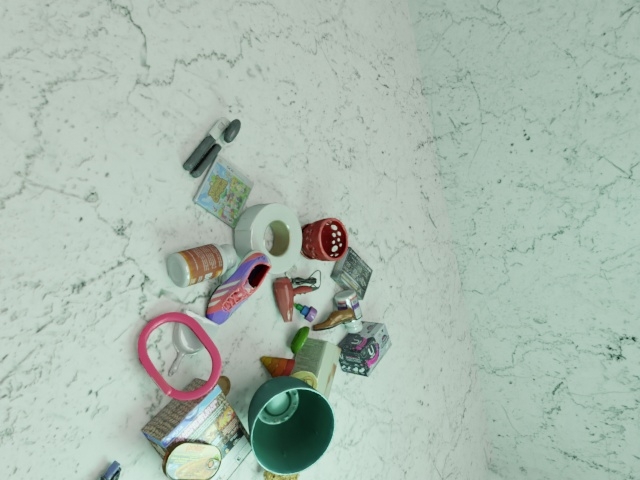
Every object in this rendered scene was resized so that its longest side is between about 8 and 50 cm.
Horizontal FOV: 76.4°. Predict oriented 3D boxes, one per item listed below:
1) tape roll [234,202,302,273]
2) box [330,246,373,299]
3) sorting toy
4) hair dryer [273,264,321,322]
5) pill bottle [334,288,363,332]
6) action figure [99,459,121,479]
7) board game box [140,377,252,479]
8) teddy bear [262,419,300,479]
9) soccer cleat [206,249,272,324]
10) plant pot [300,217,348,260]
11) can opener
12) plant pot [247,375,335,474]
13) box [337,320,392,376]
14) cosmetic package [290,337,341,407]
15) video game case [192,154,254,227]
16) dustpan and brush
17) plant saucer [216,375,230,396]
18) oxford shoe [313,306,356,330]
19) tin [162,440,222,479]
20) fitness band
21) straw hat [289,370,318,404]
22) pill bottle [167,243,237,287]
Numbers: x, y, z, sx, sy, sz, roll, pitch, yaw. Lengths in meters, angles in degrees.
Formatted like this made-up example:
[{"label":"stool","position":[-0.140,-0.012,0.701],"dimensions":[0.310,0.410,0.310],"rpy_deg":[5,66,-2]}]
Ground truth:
[{"label":"tape roll","position":[-0.204,-0.009,1.631],"dimensions":[0.286,0.100,0.286],"rpy_deg":[-2,92,-50]},{"label":"box","position":[0.162,0.168,2.056],"dimensions":[0.231,0.056,0.183],"rpy_deg":[44,57,-35]},{"label":"sorting toy","position":[-0.137,0.411,1.699],"dimensions":[0.126,0.127,0.365],"rpy_deg":[32,56,-7]},{"label":"hair dryer","position":[-0.098,0.212,1.732],"dimensions":[0.224,0.080,0.293],"rpy_deg":[38,61,-24]},{"label":"pill bottle","position":[0.144,0.345,1.979],"dimensions":[0.108,0.108,0.193],"rpy_deg":[-29,107,-45]},{"label":"action figure","position":[-0.592,0.805,1.093],"dimensions":[0.330,0.179,0.341],"rpy_deg":[55,52,-41]},{"label":"board game box","position":[-0.393,0.652,1.341],"dimensions":[0.232,0.141,0.291],"rpy_deg":[-41,115,-42]},{"label":"teddy bear","position":[-0.137,0.885,1.618],"dimensions":[0.245,0.113,0.338],"rpy_deg":[27,67,-45]},{"label":"soccer cleat","position":[-0.292,0.178,1.450],"dimensions":[0.108,0.116,0.318],"rpy_deg":[40,85,-32]},{"label":"plant pot","position":[0.000,0.000,1.811],"dimensions":[0.191,0.174,0.191],"rpy_deg":[6,82,-47]},{"label":"can opener","position":[-0.388,-0.351,1.488],"dimensions":[0.076,0.095,0.283],"rpy_deg":[48,54,-32]},{"label":"plant pot","position":[-0.124,0.620,1.445],"dimensions":[0.293,0.235,0.293],"rpy_deg":[-2,94,-20]},{"label":"box","position":[0.214,0.522,1.994],"dimensions":[0.247,0.163,0.142],"rpy_deg":[-38,115,-43]},{"label":"cosmetic package","position":[-0.035,0.576,1.725],"dimensions":[0.129,0.153,0.296],"rpy_deg":[43,58,-45]},{"label":"video game case","position":[-0.363,-0.186,1.550],"dimensions":[0.193,0.023,0.212],"rpy_deg":[39,59,-38]},{"label":"dustpan and brush","position":[-0.453,0.358,1.380],"dimensions":[0.147,0.060,0.211],"rpy_deg":[36,54,-25]},{"label":"plant saucer","position":[-0.365,0.532,1.477],"dimensions":[0.083,0.015,0.083],"rpy_deg":[7,80,-46]},{"label":"oxford shoe","position":[0.057,0.365,1.881],"dimensions":[0.212,0.076,0.076],"rpy_deg":[-16,75,-18]},{"label":"tin","position":[-0.383,0.662,1.221],"dimensions":[0.190,0.040,0.106],"rpy_deg":[33,67,-40]},{"label":"fitness band","position":[-0.447,0.368,1.300],"dimensions":[0.209,0.054,0.291],"rpy_deg":[-35,83,-30]},{"label":"straw hat","position":[-0.087,0.570,1.613],"dimensions":[0.145,0.061,0.144],"rpy_deg":[-3,99,-17]},{"label":"pill bottle","position":[-0.402,0.078,1.407],"dimensions":[0.216,0.121,0.121],"rpy_deg":[-18,99,-46]}]
